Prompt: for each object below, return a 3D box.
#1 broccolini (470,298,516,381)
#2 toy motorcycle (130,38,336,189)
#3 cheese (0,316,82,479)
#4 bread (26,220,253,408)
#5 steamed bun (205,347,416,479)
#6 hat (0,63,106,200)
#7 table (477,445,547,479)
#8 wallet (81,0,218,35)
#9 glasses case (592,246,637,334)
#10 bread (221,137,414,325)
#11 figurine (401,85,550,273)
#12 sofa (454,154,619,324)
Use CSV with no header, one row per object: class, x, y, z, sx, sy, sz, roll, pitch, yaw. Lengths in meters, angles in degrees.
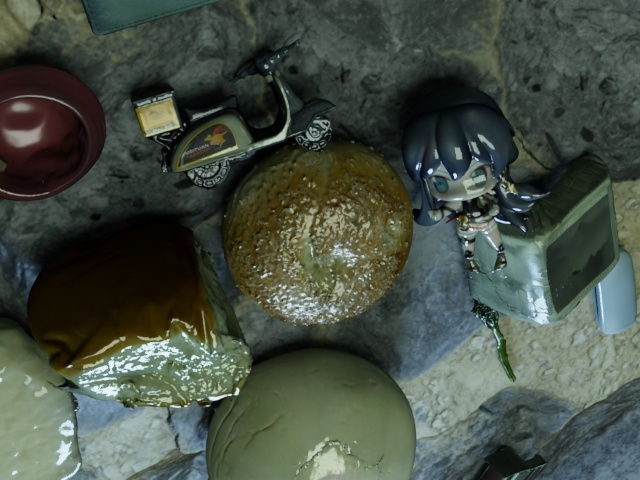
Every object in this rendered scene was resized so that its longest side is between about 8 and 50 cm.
broccolini,0.304,0.165,2.263,0.042,0.044,0.218,-57,139,-28
toy motorcycle,-0.110,-0.166,1.825,0.263,0.091,0.157,-19,105,-6
cheese,-0.496,0.263,1.993,0.326,0.115,0.318,27,112,-35
bread,-0.258,0.113,1.885,0.279,0.250,0.225,-18,131,-4
steamed bun,-0.003,0.340,2.149,0.334,0.233,0.312,-3,125,-20
hat,-0.382,-0.146,1.758,0.205,0.089,0.205,-7,128,-9
table,0.317,0.450,2.446,0.175,0.062,0.146,-5,133,-57
wallet,-0.204,-0.409,1.659,0.251,0.054,0.290,-15,133,-4
glasses case,0.496,0.086,2.268,0.067,0.045,0.178,-20,129,-6
bread,0.000,0.000,1.953,0.306,0.158,0.305,-7,128,-9
figurine,0.209,-0.097,1.941,0.175,0.197,0.265,-19,138,-9
sofa,0.349,-0.010,2.127,0.225,0.176,0.210,-42,134,-26
